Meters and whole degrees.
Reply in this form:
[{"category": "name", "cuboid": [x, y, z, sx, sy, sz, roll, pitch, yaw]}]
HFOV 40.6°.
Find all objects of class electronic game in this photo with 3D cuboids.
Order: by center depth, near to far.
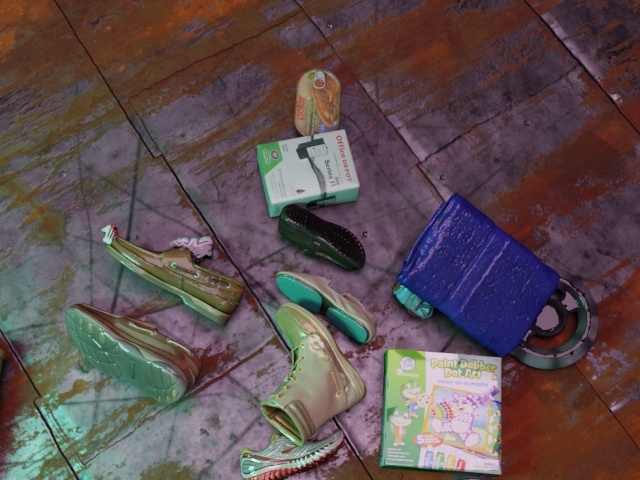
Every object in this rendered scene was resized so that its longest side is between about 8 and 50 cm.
[{"category": "electronic game", "cuboid": [0.495, 0.170, 1.901, 0.229, 0.048, 0.229, -1, 73, 5]}]

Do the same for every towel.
[{"category": "towel", "cuboid": [0.333, 0.076, 1.837, 0.308, 0.076, 0.228, 37, 85, -9]}]

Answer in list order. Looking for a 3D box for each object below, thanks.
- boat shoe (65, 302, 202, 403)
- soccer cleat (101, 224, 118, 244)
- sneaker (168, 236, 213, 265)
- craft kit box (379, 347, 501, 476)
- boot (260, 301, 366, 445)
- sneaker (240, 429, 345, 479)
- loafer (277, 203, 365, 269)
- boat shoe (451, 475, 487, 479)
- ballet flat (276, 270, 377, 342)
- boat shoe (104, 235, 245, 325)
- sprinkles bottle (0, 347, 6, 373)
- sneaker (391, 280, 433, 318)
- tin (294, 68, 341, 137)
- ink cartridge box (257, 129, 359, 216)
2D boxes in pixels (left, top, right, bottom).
[{"category": "boat shoe", "cuboid": [-0.390, 0.222, 1.808, 0.324, 0.123, 0.116, 30, 38, 16]}, {"category": "soccer cleat", "cuboid": [-0.461, 0.004, 1.914, 0.035, 0.029, 0.083, -20, 70, -1]}, {"category": "sneaker", "cuboid": [-0.285, 0.029, 1.909, 0.098, 0.038, 0.069, -6, 70, -5]}, {"category": "craft kit box", "cuboid": [0.255, 0.361, 1.819, 0.249, 0.061, 0.247, 4, 68, -2]}, {"category": "boot", "cuboid": [-0.054, 0.271, 1.782, 0.203, 0.095, 0.262, -32, 81, -34]}, {"category": "sneaker", "cuboid": [-0.057, 0.427, 1.758, 0.225, 0.088, 0.093, -17, 69, -10]}, {"category": "loafer", "cuboid": [0.000, 0.000, 1.925, 0.220, 0.078, 0.080, 33, 43, -4]}, {"category": "boat shoe", "cuboid": [0.263, 0.521, 1.754, 0.183, 0.066, 0.066, -11, 72, -7]}, {"category": "ballet flat", "cuboid": [0.020, 0.130, 1.880, 0.248, 0.086, 0.086, 35, 72, 7]}, {"category": "boat shoe", "cuboid": [-0.307, 0.061, 1.854, 0.307, 0.111, 0.104, 31, 88, -5]}, {"category": "sprinkles bottle", "cuboid": [-0.714, 0.385, 1.715, 0.121, 0.121, 0.356, 4, 70, -2]}, {"category": "sneaker", "cuboid": [0.286, 0.077, 1.911, 0.261, 0.104, 0.125, -35, 94, -10]}, {"category": "tin", "cuboid": [-0.008, -0.317, 2.049, 0.106, 0.040, 0.190, 6, 70, -6]}, {"category": "ink cartridge box", "cuboid": [-0.027, -0.154, 1.963, 0.208, 0.087, 0.153, -12, 72, -8]}]
